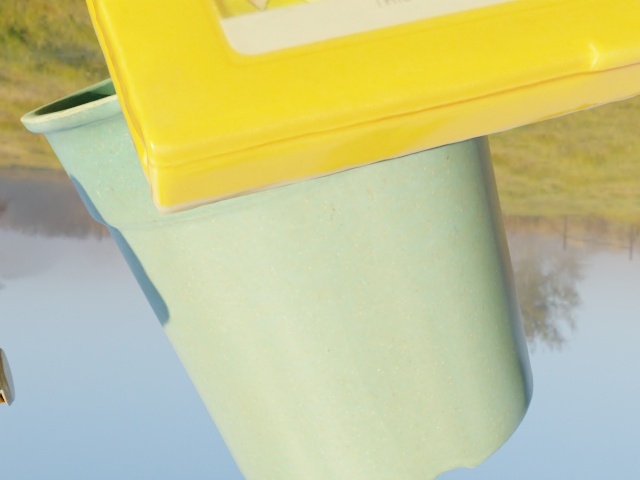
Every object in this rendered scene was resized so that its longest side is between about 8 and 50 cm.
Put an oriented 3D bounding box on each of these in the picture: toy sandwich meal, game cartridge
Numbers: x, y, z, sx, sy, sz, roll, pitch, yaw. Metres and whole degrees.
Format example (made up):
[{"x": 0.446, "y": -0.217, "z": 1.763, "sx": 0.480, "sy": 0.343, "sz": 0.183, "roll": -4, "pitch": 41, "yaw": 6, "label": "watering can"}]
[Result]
[{"x": -0.401, "y": 0.170, "z": 1.054, "sx": 0.029, "sy": 0.085, "sz": 0.085, "roll": -14, "pitch": -173, "yaw": -14, "label": "toy sandwich meal"}, {"x": 0.037, "y": -0.175, "z": 0.420, "sx": 0.324, "sy": 0.285, "sz": 0.052, "roll": -17, "pitch": 153, "yaw": -15, "label": "game cartridge"}]

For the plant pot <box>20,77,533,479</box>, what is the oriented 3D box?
[{"x": 0.000, "y": 0.000, "z": 0.663, "sx": 0.341, "sy": 0.334, "sz": 0.341, "roll": -17, "pitch": -164, "yaw": 5, "label": "plant pot"}]
